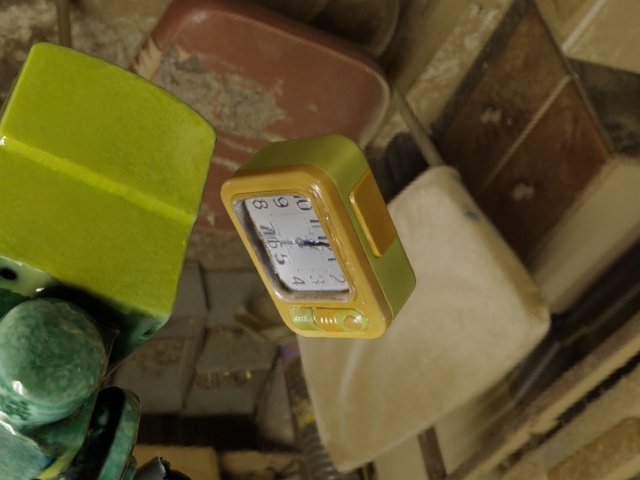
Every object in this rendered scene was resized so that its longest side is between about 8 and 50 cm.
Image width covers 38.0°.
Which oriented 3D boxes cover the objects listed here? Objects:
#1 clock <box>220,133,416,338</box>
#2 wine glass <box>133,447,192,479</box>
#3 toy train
[{"bbox_3d":[0.000,0.000,0.956,0.143,0.096,0.202,-1,123,41],"label":"clock"},{"bbox_3d":[-0.142,0.245,0.540,0.241,0.126,0.126,-44,144,-6],"label":"wine glass"},{"bbox_3d":[-0.203,0.078,0.572,0.150,0.237,0.369,25,144,-22],"label":"toy train"}]
